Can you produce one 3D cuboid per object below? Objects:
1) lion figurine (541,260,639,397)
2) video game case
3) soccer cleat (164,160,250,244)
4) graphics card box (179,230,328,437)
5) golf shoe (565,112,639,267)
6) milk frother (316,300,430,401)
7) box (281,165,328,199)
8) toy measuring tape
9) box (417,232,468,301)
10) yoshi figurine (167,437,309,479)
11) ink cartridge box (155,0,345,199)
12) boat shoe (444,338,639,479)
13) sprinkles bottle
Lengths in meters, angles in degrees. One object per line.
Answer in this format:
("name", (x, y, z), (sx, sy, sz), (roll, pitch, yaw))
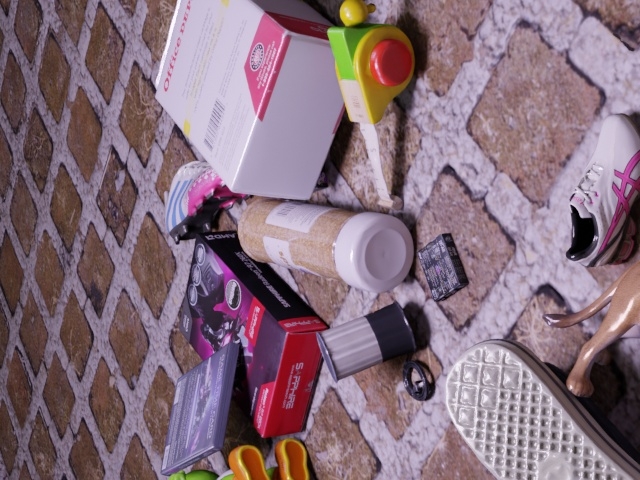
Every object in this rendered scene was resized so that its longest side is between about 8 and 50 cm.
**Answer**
("lion figurine", (0.398, 0.118, 1.141), (0.392, 0.142, 0.240), (52, 127, 45))
("video game case", (-0.226, 0.318, 1.970), (0.274, 0.026, 0.196), (-37, 40, 54))
("soccer cleat", (-0.231, -0.110, 2.070), (0.331, 0.116, 0.143), (-40, 62, 51))
("graphics card box", (-0.135, 0.165, 1.985), (0.371, 0.094, 0.232), (45, 130, 46))
("golf shoe", (0.336, -0.058, 1.255), (0.067, 0.086, 0.186), (20, 109, 55))
("milk frother", (0.083, 0.189, 1.620), (0.129, 0.135, 0.143), (79, 168, -57))
("box", (-0.039, -0.160, 1.856), (0.116, 0.029, 0.162), (-14, 84, 55))
("toy measuring tape", (0.101, -0.212, 1.606), (0.121, 0.121, 0.330), (17, 131, 54))
("box", (0.179, 0.040, 1.562), (0.067, 0.018, 0.083), (-43, 59, 50))
("yoshi figurine", (-0.183, 0.470, 1.990), (0.203, 0.203, 0.362), (39, 129, -6))
("ink cartridge box", (-0.118, -0.283, 1.800), (0.384, 0.160, 0.279), (49, 126, 47))
("boat shoe", (0.332, 0.325, 1.229), (0.187, 0.156, 0.500), (-44, 63, 17))
("sprinkles bottle", (0.000, 0.000, 1.735), (0.355, 0.121, 0.121), (12, 104, 56))
